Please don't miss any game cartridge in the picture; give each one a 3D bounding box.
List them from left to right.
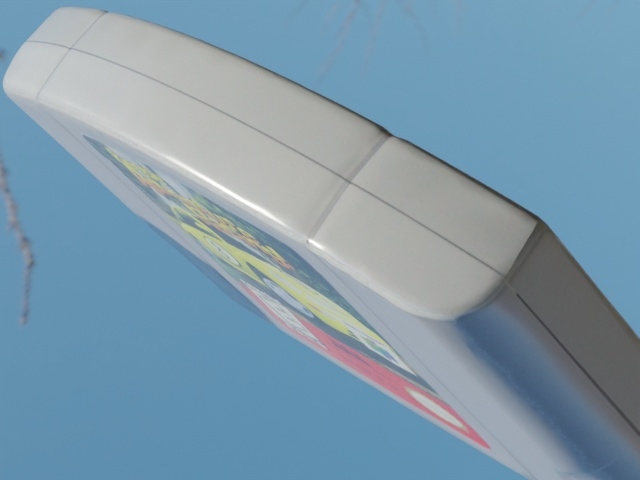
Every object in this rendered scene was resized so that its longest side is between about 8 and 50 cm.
[{"bbox_3d":[0.000,0.000,0.661,0.294,0.060,0.196,27,163,46],"label":"game cartridge"}]
